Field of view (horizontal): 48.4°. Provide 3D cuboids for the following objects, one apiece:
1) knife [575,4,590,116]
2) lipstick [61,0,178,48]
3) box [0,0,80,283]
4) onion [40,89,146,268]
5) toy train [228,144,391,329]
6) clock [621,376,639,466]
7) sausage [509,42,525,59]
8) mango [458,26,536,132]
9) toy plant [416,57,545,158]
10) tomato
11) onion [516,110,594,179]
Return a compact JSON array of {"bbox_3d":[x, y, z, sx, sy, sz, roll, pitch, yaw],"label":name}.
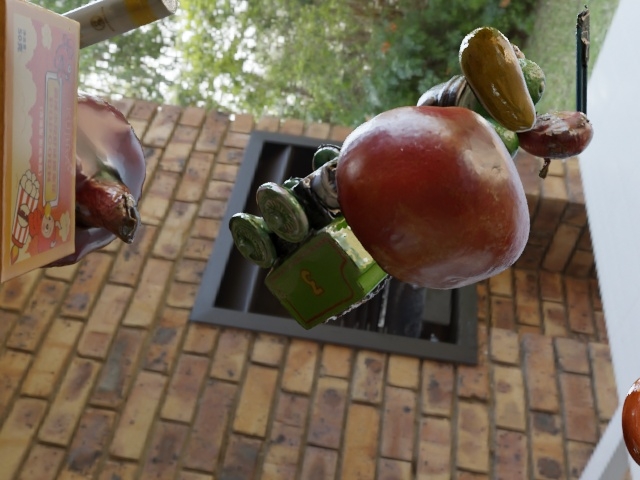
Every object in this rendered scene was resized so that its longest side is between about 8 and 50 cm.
[{"bbox_3d":[0.553,-0.340,1.498,0.044,0.026,0.296,-25,-65,-46],"label":"knife"},{"bbox_3d":[-0.347,-0.334,1.093,0.059,0.264,0.059,-14,-90,-72],"label":"lipstick"},{"bbox_3d":[-0.419,-0.117,0.767,0.214,0.260,0.283,-88,3,-80],"label":"box"},{"bbox_3d":[-0.501,-0.116,1.431,0.399,0.420,0.398,-17,-65,-43],"label":"onion"},{"bbox_3d":[0.000,0.000,1.167,0.173,0.248,0.307,-40,0,-33],"label":"toy train"},{"bbox_3d":[0.695,0.375,1.464,0.051,0.205,0.205,-15,63,63],"label":"clock"},{"bbox_3d":[0.368,-0.331,1.643,0.270,0.109,0.109,-56,6,22],"label":"sausage"},{"bbox_3d":[0.251,-0.224,1.007,0.161,0.076,0.103,61,-174,-1],"label":"mango"},{"bbox_3d":[0.316,-0.250,1.406,0.175,0.235,0.217,23,-102,-51],"label":"toy plant"},{"bbox_3d":[0.143,-0.059,0.771,0.139,0.233,0.200,-41,53,53],"label":"tomato"},{"bbox_3d":[0.460,-0.184,1.407,0.150,0.150,0.140,-75,-19,-62],"label":"onion"}]
